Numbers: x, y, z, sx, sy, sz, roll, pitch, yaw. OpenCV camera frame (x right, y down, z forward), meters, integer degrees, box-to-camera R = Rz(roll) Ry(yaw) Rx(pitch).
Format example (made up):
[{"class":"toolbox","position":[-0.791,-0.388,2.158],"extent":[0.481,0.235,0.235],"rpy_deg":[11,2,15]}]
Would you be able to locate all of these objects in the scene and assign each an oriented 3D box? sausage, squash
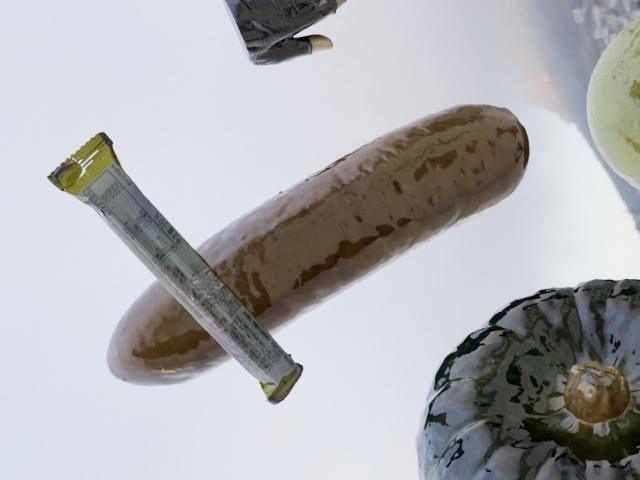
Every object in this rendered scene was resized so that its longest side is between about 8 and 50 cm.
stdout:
[{"class":"sausage","position":[-0.001,-0.001,0.767],"extent":[0.123,0.501,0.136],"rpy_deg":[57,172,19]},{"class":"squash","position":[0.189,0.142,0.499],"extent":[0.165,0.252,0.252],"rpy_deg":[63,-143,-26]}]

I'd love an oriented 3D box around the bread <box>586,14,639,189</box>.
[{"class":"bread","position":[0.562,-0.206,1.103],"extent":[0.237,0.321,0.320],"rpy_deg":[-52,-44,-29]}]

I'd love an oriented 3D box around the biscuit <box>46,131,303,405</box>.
[{"class":"biscuit","position":[-0.093,0.038,0.577],"extent":[0.048,0.026,0.292],"rpy_deg":[-51,-50,-20]}]

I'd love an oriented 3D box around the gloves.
[{"class":"gloves","position":[-0.041,-0.345,1.112],"extent":[0.129,0.181,0.106],"rpy_deg":[63,175,17]}]
